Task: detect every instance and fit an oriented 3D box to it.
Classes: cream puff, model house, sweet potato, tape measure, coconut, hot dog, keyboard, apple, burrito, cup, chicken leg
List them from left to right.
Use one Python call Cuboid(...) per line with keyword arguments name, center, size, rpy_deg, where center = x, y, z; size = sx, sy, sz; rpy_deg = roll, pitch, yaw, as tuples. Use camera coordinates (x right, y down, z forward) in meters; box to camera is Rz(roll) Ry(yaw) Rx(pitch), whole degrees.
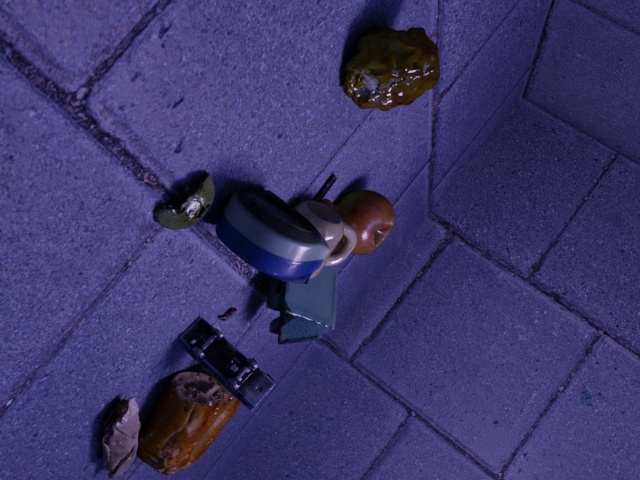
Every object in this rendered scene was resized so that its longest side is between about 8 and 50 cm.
Cuboid(name="burrito", center=(-0.580, 0.582, 1.810), size=(0.117, 0.076, 0.392), rpy_deg=(-37, 157, -40))
Cuboid(name="hot dog", center=(-0.426, 0.586, 2.050), size=(0.365, 0.196, 0.367), rpy_deg=(-60, 156, 14))
Cuboid(name="coconut", center=(-0.280, -0.074, 1.361), size=(0.158, 0.055, 0.133), rpy_deg=(-47, 160, -16))
Cuboid(name="chicken leg", center=(-0.297, 0.239, 1.985), size=(0.083, 0.021, 0.036), rpy_deg=(-28, 159, -46))
Cuboid(name="tape measure", center=(-0.125, -0.022, 1.544), size=(0.138, 0.259, 0.262), rpy_deg=(-57, 158, 10))
Cuboid(name="model house", center=(-0.100, 0.188, 2.131), size=(0.249, 0.230, 0.280), rpy_deg=(-28, -134, 43))
Cuboid(name="keyboard", center=(-0.009, -0.131, 2.028), size=(0.195, 0.018, 0.060), rpy_deg=(-52, 170, -3))
Cuboid(name="cup", center=(0.000, 0.009, 1.941), size=(0.202, 0.255, 0.173), rpy_deg=(-59, -162, 23))
Cuboid(name="sweet potato", center=(0.043, -0.019, 2.104), size=(0.112, 0.085, 0.285), rpy_deg=(-56, 143, -27))
Cuboid(name="apple", center=(0.149, -0.068, 2.264), size=(0.261, 0.194, 0.260), rpy_deg=(-46, 159, -23))
Cuboid(name="cream puff", center=(0.178, -0.466, 1.638), size=(0.282, 0.185, 0.282), rpy_deg=(-11, 168, -2))

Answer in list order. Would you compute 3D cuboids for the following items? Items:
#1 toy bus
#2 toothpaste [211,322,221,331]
Cuboid(name="toy bus", center=(-0.274, 0.365, 1.831), size=(0.106, 0.297, 0.131), rpy_deg=(-45, 167, -25))
Cuboid(name="toothpaste", center=(-0.303, 0.367, 1.969), size=(0.033, 0.218, 0.052), rpy_deg=(-12, -169, 38))
